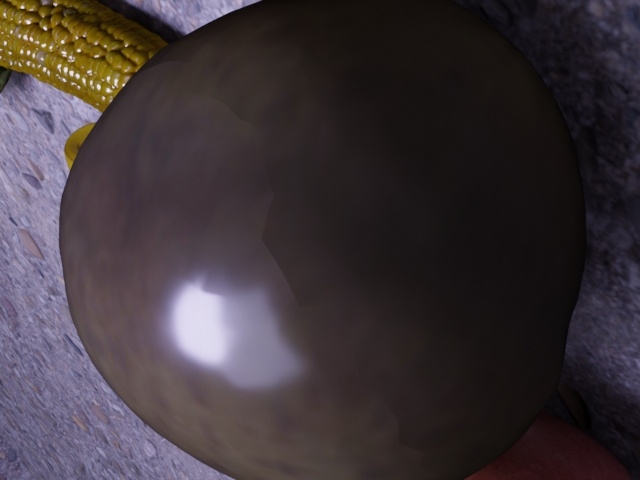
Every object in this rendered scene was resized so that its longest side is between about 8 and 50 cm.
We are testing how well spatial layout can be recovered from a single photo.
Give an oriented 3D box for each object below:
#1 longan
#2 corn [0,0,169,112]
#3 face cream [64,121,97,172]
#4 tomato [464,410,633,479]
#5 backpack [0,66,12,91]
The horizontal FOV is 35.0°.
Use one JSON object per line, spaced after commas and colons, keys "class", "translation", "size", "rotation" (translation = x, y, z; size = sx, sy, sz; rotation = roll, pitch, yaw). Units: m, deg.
{"class": "longan", "translation": [0.000, 0.000, 0.671], "size": [0.361, 0.361, 0.361], "rotation": [34, 147, 26]}
{"class": "corn", "translation": [-0.232, -0.185, 0.978], "size": [0.313, 0.102, 0.102], "rotation": [26, 143, 29]}
{"class": "face cream", "translation": [-0.231, -0.012, 1.187], "size": [0.078, 0.078, 0.273], "rotation": [32, 146, 29]}
{"class": "tomato", "translation": [0.132, 0.265, 0.827], "size": [0.341, 0.272, 0.341], "rotation": [32, 136, 36]}
{"class": "backpack", "translation": [-0.466, -0.230, 1.136], "size": [0.253, 0.207, 0.140], "rotation": [53, 172, -24]}
